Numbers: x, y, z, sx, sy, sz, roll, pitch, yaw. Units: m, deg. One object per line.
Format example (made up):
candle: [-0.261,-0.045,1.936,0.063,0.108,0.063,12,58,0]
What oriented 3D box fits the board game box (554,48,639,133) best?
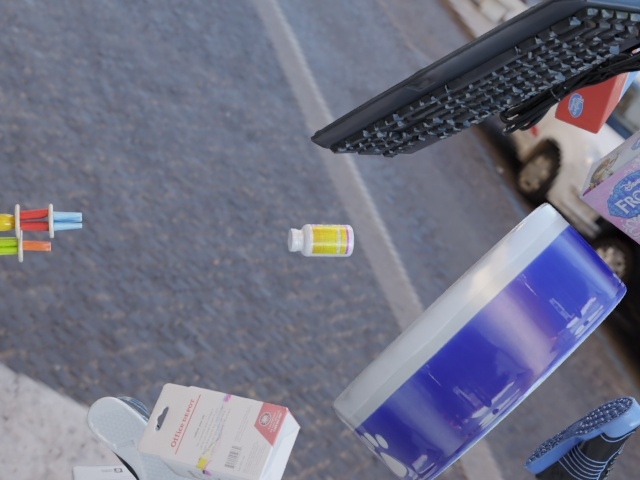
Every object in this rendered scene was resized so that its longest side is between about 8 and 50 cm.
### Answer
board game box: [0.414,-0.330,1.590,0.064,0.316,0.242,26,46,17]

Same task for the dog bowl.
dog bowl: [0.139,0.094,1.072,0.104,0.265,0.265,47,21,7]

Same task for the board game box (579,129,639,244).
board game box: [0.510,-0.045,1.347,0.318,0.318,0.066,36,52,-7]

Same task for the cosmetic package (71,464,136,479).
cosmetic package: [-0.347,0.596,2.147,0.161,0.230,0.453,0,16,-17]

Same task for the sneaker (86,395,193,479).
sneaker: [-0.285,0.375,2.116,0.296,0.104,0.147,48,-2,-6]

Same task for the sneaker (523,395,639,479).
sneaker: [0.387,0.298,1.710,0.090,0.232,0.081,46,49,2]

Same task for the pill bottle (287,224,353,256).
pill bottle: [0.000,0.000,1.631,0.083,0.043,0.043,1,33,-14]

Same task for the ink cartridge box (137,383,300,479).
ink cartridge box: [-0.143,0.277,1.698,0.198,0.115,0.067,10,-29,24]

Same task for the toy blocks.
toy blocks: [-0.441,-0.011,1.869,0.148,0.123,0.054,-1,59,-11]

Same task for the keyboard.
keyboard: [0.149,-0.117,0.915,0.201,0.317,0.033,-7,82,-33]
